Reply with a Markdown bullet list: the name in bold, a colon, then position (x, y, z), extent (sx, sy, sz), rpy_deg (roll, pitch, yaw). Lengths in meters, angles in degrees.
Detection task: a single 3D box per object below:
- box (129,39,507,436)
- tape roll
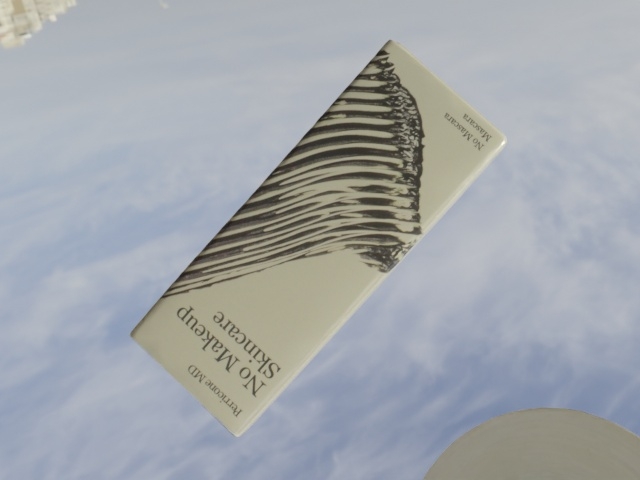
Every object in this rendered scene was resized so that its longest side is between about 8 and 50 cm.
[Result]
- **box**: position (0.000, 0.000, 0.548), extent (0.275, 0.113, 0.094), rpy_deg (-49, 175, 3)
- **tape roll**: position (0.216, 0.299, 0.676), extent (0.286, 0.100, 0.286), rpy_deg (-15, -118, 30)
